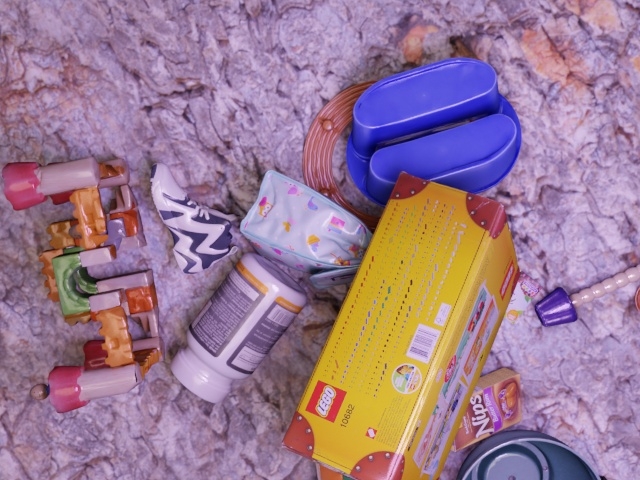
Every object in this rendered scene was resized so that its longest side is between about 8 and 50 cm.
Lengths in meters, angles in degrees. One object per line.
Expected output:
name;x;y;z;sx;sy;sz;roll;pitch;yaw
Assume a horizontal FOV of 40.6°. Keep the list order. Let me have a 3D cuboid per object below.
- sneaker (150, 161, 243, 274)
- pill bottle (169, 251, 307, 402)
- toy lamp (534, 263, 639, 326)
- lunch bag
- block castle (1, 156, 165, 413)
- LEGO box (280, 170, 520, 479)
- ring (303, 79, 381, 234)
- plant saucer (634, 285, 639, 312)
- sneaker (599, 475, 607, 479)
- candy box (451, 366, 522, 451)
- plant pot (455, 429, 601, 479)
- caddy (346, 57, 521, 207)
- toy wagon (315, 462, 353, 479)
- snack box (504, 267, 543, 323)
sneaker;-0.238;-0.059;1.728;0.153;0.094;0.235;-18;97;1
pill bottle;-0.166;0.174;1.721;0.162;0.162;0.278;38;96;-4
toy lamp;0.567;0.097;1.754;0.274;0.080;0.080;-26;96;1
lunch bag;0.000;0.000;1.645;0.262;0.223;0.160;25;82;7
block castle;-0.457;0.067;1.640;0.212;0.303;0.453;-11;96;2
LEGO box;0.167;0.190;1.532;0.193;0.372;0.500;19;76;23
ring;0.132;-0.155;1.747;0.336;0.032;0.337;0;97;1
plant saucer;0.689;0.120;1.787;0.083;0.013;0.084;0;97;1
sneaker;0.604;0.533;1.811;0.170;0.063;0.075;8;103;4
candy box;0.322;0.338;1.744;0.186;0.053;0.109;-16;109;-28
plant pot;0.399;0.507;1.742;0.293;0.196;0.293;0;96;0
caddy;0.214;-0.195;1.642;0.341;0.179;0.241;-16;73;2
toy wagon;0.088;0.408;1.744;0.267;0.068;0.345;-12;80;24
snack box;0.367;0.088;1.772;0.141;0.037;0.100;37;97;-4
